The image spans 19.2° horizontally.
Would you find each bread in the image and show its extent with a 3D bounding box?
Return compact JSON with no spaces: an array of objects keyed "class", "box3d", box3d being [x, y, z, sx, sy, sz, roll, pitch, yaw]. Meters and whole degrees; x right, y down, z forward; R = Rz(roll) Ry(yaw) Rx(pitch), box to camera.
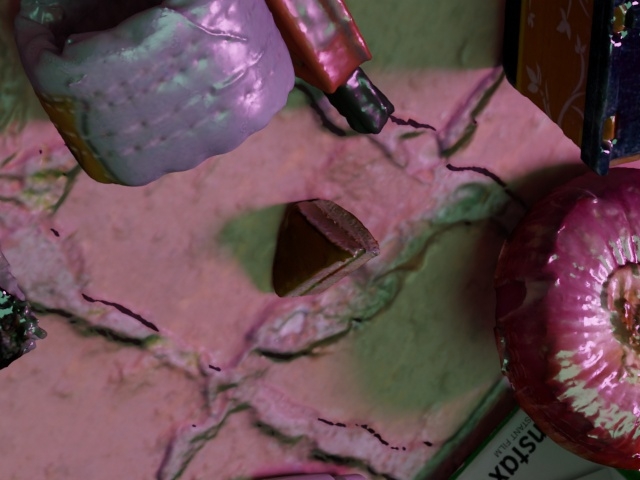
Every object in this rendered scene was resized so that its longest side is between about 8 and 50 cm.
[{"class":"bread","box3d":[0.000,0.000,1.345,0.043,0.109,0.062,-9,79,-31]}]

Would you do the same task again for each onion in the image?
[{"class":"onion","box3d":[0.225,0.059,1.457,0.230,0.163,0.230,0,89,-17]}]

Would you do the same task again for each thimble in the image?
[{"class":"thimble","box3d":[-0.103,-0.116,1.161,0.151,0.127,0.118,-28,128,-4]}]

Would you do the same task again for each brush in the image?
[{"class":"brush","box3d":[-0.039,-0.185,1.199,0.051,0.070,0.323,-37,127,-7]}]

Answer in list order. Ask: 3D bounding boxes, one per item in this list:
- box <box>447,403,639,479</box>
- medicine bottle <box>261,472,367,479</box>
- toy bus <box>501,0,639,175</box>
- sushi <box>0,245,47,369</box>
[{"class":"box","box3d":[0.205,0.257,1.499,0.180,0.250,0.103,-48,146,1]},{"class":"medicine bottle","box3d":[-0.007,0.207,1.468,0.089,0.052,0.052,-3,120,-29]},{"class":"toy bus","box3d":[0.299,-0.173,1.322,0.323,0.194,0.162,-13,124,-20]},{"class":"sushi","box3d":[-0.263,-0.006,1.134,0.126,0.136,0.225,-35,123,-10]}]
